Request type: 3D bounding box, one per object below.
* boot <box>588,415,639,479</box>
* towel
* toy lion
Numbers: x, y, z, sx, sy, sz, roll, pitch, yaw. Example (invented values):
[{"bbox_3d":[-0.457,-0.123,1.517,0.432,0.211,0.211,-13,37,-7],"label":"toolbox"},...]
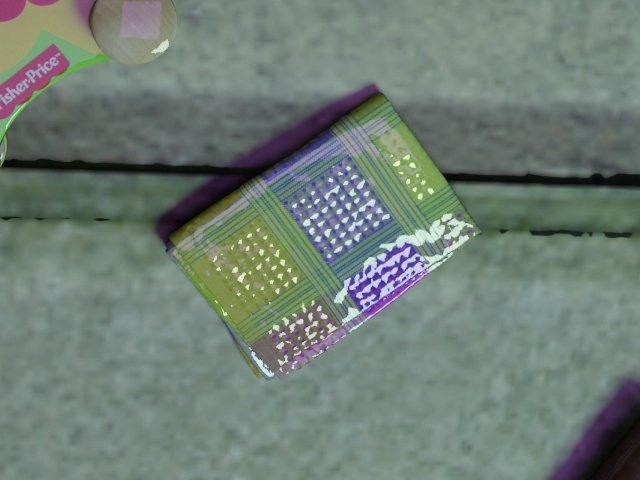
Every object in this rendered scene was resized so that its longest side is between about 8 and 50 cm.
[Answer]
[{"bbox_3d":[0.115,0.120,0.553,0.106,0.037,0.114,39,95,-23],"label":"boot"},{"bbox_3d":[0.000,0.000,0.499,0.083,0.009,0.060,-36,111,3],"label":"towel"},{"bbox_3d":[-0.092,-0.075,0.446,0.100,0.034,0.096,-38,105,6],"label":"toy lion"}]
